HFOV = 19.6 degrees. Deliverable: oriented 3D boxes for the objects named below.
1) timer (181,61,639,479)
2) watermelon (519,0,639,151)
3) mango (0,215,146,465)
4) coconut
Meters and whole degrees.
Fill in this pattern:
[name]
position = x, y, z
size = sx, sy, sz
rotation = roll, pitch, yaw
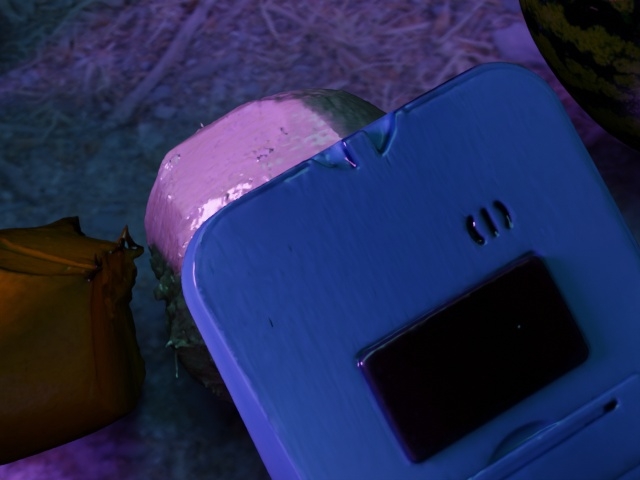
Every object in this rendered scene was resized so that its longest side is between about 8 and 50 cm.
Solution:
[timer]
position = 0.065, 0.055, 0.996
size = 0.232, 0.091, 0.250
rotation = -29, 96, -18
[watermelon]
position = 0.262, -0.185, 1.147
size = 0.285, 0.285, 0.285
rotation = -2, 50, 3
[mango]
position = -0.178, 0.063, 1.029
size = 0.154, 0.126, 0.252
rotation = -7, 9, 22
[coconut]
position = 0.000, -0.002, 1.084
size = 0.194, 0.194, 0.194
rotation = -2, 50, 3
